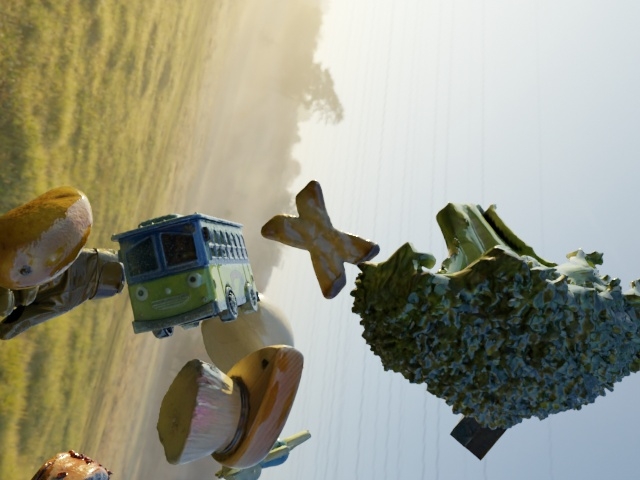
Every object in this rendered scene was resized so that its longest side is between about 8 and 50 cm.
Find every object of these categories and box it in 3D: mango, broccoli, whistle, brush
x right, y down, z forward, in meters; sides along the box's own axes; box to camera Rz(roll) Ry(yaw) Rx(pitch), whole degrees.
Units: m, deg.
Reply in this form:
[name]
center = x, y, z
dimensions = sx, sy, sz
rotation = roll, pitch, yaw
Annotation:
[mango]
center = -0.353, -0.005, 0.768
dimensions = 0.165, 0.115, 0.089
rotation = -47, 144, -41
[broccoli]
center = 0.208, 0.101, 0.754
dimensions = 0.302, 0.375, 0.249
rotation = -127, -137, -67
[whistle]
center = -0.124, 0.492, 1.368
dimensions = 0.114, 0.236, 0.077
rotation = -35, -106, 57
[brush]
center = -0.155, 0.274, 1.059
dimensions = 0.266, 0.166, 0.174
rotation = -55, -145, 16

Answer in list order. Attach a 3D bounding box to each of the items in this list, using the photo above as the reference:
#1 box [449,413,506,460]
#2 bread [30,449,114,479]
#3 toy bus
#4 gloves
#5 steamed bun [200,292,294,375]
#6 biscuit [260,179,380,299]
[box]
center = 0.504, 0.432, 1.675
dimensions = 0.279, 0.116, 0.261
rotation = -55, 162, 16
[bread]
center = -0.506, 0.522, 1.158
dimensions = 0.224, 0.142, 0.211
rotation = -28, 132, -75
[toy bus]
center = -0.219, 0.058, 1.051
dimensions = 0.312, 0.152, 0.190
rotation = 16, 60, -84
[gloves]
center = -0.566, 0.093, 1.232
dimensions = 0.154, 0.331, 0.141
rotation = -45, -109, 36
[steamed bun]
center = -0.185, 0.259, 1.663
dimensions = 0.177, 0.283, 0.283
rotation = -38, 159, -44
[biscuit]
center = 0.001, -0.001, 1.234
dimensions = 0.164, 0.208, 0.047
rotation = -44, 178, -15
